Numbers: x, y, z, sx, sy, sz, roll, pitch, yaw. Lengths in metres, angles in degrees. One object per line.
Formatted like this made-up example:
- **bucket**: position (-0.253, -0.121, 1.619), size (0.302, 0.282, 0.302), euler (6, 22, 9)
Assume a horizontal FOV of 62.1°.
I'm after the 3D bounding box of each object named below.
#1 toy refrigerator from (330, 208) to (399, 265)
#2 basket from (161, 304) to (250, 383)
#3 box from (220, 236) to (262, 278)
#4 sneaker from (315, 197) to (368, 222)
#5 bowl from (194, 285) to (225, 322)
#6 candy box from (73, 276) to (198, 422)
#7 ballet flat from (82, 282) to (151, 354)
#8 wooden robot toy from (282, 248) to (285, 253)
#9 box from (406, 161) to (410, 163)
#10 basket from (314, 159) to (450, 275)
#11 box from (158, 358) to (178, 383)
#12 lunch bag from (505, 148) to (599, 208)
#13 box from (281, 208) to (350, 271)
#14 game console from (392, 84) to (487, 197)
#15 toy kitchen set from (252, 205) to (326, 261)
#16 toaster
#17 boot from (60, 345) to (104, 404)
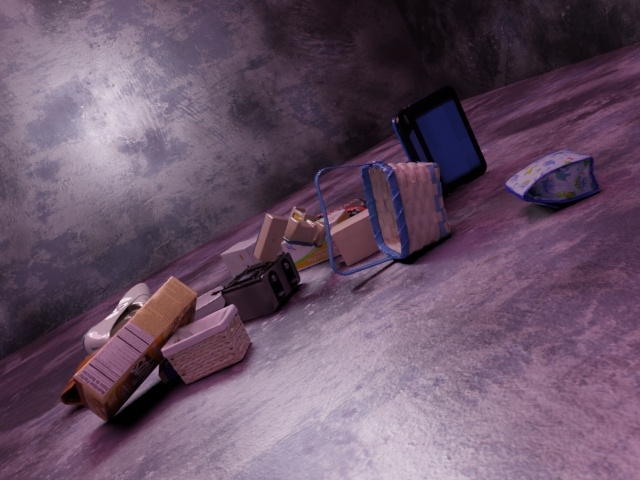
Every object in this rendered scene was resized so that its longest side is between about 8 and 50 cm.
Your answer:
- **toy refrigerator**: position (0.166, -0.043, 1.452), size (0.270, 0.102, 0.094), euler (-28, 12, 2)
- **basket**: position (-0.256, 0.238, 1.219), size (0.167, 0.103, 0.113), euler (-25, 12, 12)
- **box**: position (-0.236, 0.071, 1.797), size (0.170, 0.130, 0.091), euler (-13, 19, 49)
- **sneaker**: position (0.089, -0.074, 1.754), size (0.276, 0.097, 0.135), euler (-11, 22, 49)
- **bowl**: position (-0.360, 0.209, 1.685), size (0.142, 0.053, 0.142), euler (-29, 11, -5)
- **candy box**: position (-0.425, 0.253, 1.256), size (0.316, 0.088, 0.183), euler (-53, -8, -36)
- **ballet flat**: position (-0.721, 0.296, 2.009), size (0.139, 0.139, 0.400), euler (-22, 18, 26)
- **wooden robot toy**: position (-0.109, 0.051, 1.722), size (0.076, 0.079, 0.173), euler (-22, 13, 25)
- **box**: position (0.433, -0.311, 2.060), size (0.232, 0.058, 0.087), euler (-25, 13, 15)
- **basket**: position (0.144, -0.064, 1.262), size (0.289, 0.254, 0.201), euler (-12, 9, -17)
- **box**: position (-0.306, 0.271, 1.359), size (0.225, 0.036, 0.136), euler (-29, 12, -12)
- **lunch bag**: position (0.476, -0.123, 1.111), size (0.151, 0.096, 0.129), euler (-17, 14, 7)
- **box**: position (0.000, 0.000, 1.630), size (0.203, 0.103, 0.114), euler (-23, 13, 24)
- **game console**: position (0.347, -0.265, 1.506), size (0.173, 0.293, 0.250), euler (-24, 13, 21)
- **toy kitchen set**: position (-0.104, -0.023, 1.479), size (0.207, 0.122, 0.166), euler (8, 18, -39)
- **toaster**: position (-0.167, 0.128, 1.458), size (0.186, 0.110, 0.168), euler (-21, 13, 30)
- **boot**: position (-0.580, 0.344, 1.498), size (0.284, 0.109, 0.220), euler (-20, 18, 12)
